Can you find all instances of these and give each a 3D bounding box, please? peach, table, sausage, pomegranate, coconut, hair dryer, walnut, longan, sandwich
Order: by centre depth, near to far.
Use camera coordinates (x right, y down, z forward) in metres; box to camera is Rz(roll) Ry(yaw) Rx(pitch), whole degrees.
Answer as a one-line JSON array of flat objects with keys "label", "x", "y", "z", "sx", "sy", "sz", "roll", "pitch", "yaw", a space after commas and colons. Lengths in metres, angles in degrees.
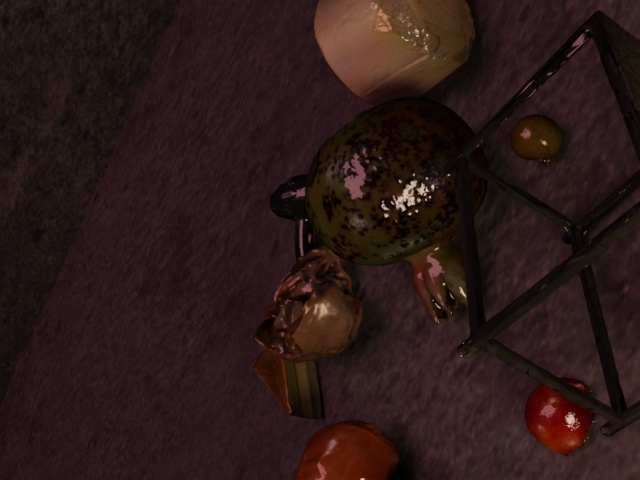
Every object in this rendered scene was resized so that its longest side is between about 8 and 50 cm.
[{"label": "table", "x": 0.310, "y": -0.021, "z": 0.930, "sx": 0.272, "sy": 0.222, "sz": 0.335, "roll": -48, "pitch": 22, "yaw": 35}, {"label": "peach", "x": 0.298, "y": 0.218, "z": 1.074, "sx": 0.098, "sy": 0.061, "sz": 0.098, "roll": -42, "pitch": 40, "yaw": 49}, {"label": "longan", "x": 0.310, "y": -0.140, "z": 1.213, "sx": 0.075, "sy": 0.075, "sz": 0.083, "roll": 1, "pitch": 118, "yaw": 56}, {"label": "pomegranate", "x": 0.142, "y": -0.041, "z": 1.281, "sx": 0.285, "sy": 0.285, "sz": 0.341, "roll": -34, "pitch": 83, "yaw": 45}, {"label": "sausage", "x": 0.029, "y": 0.407, "z": 1.310, "sx": 0.141, "sy": 0.153, "sz": 0.268, "roll": 16, "pitch": 89, "yaw": 17}, {"label": "coconut", "x": 0.114, "y": -0.344, "z": 1.443, "sx": 0.244, "sy": 0.239, "sz": 0.239, "roll": -27, "pitch": 54, "yaw": 42}, {"label": "walnut", "x": -0.013, "y": 0.136, "z": 1.496, "sx": 0.204, "sy": 0.141, "sz": 0.238, "roll": -48, "pitch": 17, "yaw": 18}, {"label": "sandwich", "x": -0.063, "y": 0.276, "z": 1.578, "sx": 0.113, "sy": 0.079, "sz": 0.163, "roll": -45, "pitch": 44, "yaw": 40}, {"label": "hair dryer", "x": 0.000, "y": 0.000, "z": 1.634, "sx": 0.235, "sy": 0.091, "sz": 0.272, "roll": -10, "pitch": 80, "yaw": 44}]
